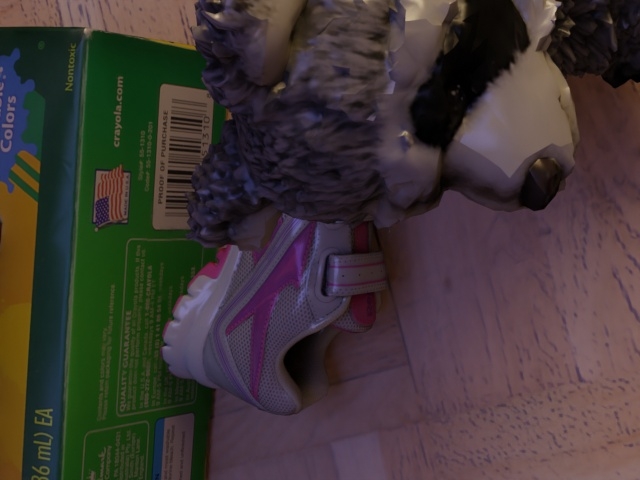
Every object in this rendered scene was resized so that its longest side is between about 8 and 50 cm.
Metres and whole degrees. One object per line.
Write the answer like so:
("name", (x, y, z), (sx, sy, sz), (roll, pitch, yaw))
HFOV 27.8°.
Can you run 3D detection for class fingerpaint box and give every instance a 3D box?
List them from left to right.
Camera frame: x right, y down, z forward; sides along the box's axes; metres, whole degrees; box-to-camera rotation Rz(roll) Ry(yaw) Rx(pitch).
("fingerpaint box", (-0.267, 0.077, 0.919), (0.371, 0.163, 0.445), (6, 93, 32))

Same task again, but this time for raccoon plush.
("raccoon plush", (0.001, -0.169, 0.662), (0.446, 0.299, 0.216), (43, 151, 46))

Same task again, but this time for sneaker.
("sneaker", (0.000, 0.000, 0.797), (0.111, 0.103, 0.252), (32, 113, 24))
